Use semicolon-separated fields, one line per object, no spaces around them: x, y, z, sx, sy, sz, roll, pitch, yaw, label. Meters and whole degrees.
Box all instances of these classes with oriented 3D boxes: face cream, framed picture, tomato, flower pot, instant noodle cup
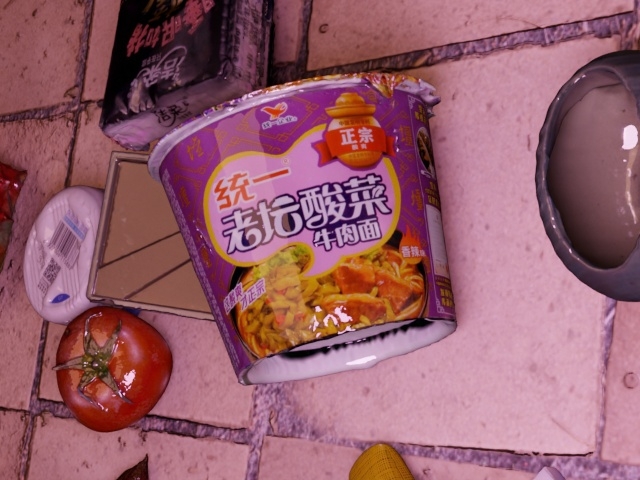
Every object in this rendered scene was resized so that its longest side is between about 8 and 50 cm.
-0.333;0.026;1.939;0.206;0.111;0.205;-12;73;42;face cream
-0.168;-0.003;1.778;0.290;0.020;0.211;7;83;24;framed picture
-0.274;0.176;1.812;0.167;0.167;0.167;-14;70;42;tomato
0.304;-0.061;1.305;0.189;0.157;0.243;-11;71;41;flower pot
0.000;0.000;1.489;0.340;0.340;0.265;-27;70;37;instant noodle cup

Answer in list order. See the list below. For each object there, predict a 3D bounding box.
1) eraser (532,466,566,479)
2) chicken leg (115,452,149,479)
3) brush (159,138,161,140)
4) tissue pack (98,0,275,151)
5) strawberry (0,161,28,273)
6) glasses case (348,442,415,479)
0.217;0.319;1.382;0.150;0.023;0.104;-54;49;19;eraser
-0.294;0.394;1.837;0.234;0.063;0.105;-45;56;24;chicken leg
-0.204;-0.168;1.903;0.323;0.051;0.070;41;108;42;brush
-0.177;-0.293;1.838;0.245;0.123;0.332;-19;55;36;tissue pack
-0.647;-0.044;2.103;0.292;0.344;0.292;-39;43;50;strawberry
0.096;0.329;1.466;0.079;0.064;0.234;-56;46;35;glasses case
